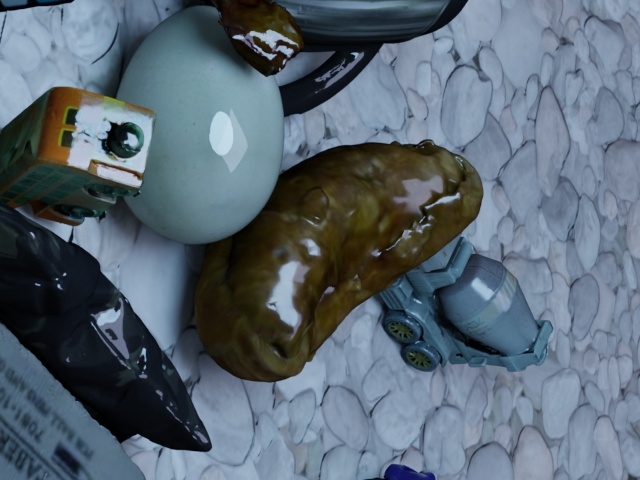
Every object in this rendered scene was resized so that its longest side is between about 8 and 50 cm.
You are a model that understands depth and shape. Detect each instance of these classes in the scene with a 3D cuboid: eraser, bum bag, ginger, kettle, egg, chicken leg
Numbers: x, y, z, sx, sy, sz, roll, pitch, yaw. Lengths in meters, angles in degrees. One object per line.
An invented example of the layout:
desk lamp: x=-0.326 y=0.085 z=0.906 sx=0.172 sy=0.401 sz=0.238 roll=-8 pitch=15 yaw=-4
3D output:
eraser: x=-0.250 y=0.158 z=1.564 sx=0.352 sy=0.077 sz=0.111 roll=53 pitch=48 yaw=-37
bum bag: x=-0.199 y=0.064 z=1.584 sx=0.095 sy=0.144 sz=0.340 roll=-53 pitch=129 yaw=-23
ginger: x=0.000 y=0.000 z=1.820 sx=0.321 sy=0.172 sz=0.165 roll=-40 pitch=141 yaw=-29
kettle: x=-0.020 y=-0.262 z=1.836 sx=0.271 sy=0.251 sz=0.207 roll=-15 pitch=69 yaw=-44
egg: x=-0.105 y=-0.100 z=1.710 sx=0.151 sy=0.151 sz=0.209 roll=18 pitch=73 yaw=-51
chicken leg: x=-0.127 y=-0.253 z=1.654 sx=0.304 sy=0.093 sz=0.113 roll=52 pitch=33 yaw=10

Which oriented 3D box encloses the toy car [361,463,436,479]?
toy car: x=0.100 y=0.344 z=1.944 sx=0.172 sy=0.158 sz=0.235 roll=54 pitch=49 yaw=-36

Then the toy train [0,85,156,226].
toy train: x=-0.197 y=-0.068 z=1.572 sx=0.099 sy=0.188 sz=0.072 roll=19 pitch=72 yaw=-20

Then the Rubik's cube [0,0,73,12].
Rubik's cube: x=-0.251 y=-0.294 z=1.506 sx=0.184 sy=0.187 sz=0.182 roll=-56 pitch=130 yaw=-35

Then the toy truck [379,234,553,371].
toy truck: x=0.131 y=0.038 z=2.020 sx=0.257 sy=0.140 sz=0.108 roll=56 pitch=48 yaw=-34
